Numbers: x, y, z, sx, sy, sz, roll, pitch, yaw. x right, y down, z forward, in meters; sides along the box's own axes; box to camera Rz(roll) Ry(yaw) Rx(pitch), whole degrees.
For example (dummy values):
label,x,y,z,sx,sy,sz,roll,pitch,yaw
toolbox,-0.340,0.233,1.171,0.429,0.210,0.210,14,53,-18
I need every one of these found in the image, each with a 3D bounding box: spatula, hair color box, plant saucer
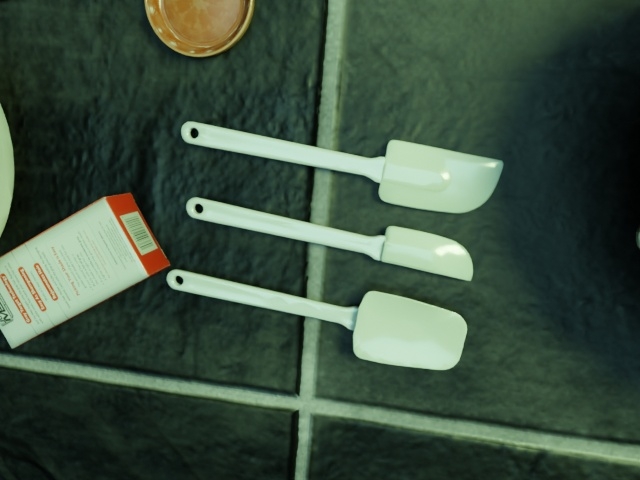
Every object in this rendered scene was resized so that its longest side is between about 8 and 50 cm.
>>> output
label,x,y,z,sx,sy,sz,roll,pitch,yaw
spatula,0.000,0.000,0.419,0.242,0.019,0.168,11,103,5
hair color box,-0.204,0.024,0.448,0.141,0.043,0.071,-26,95,12
plant saucer,-0.089,-0.179,0.407,0.084,0.013,0.083,2,100,10

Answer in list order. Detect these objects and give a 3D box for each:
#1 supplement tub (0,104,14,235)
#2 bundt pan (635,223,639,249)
label,x,y,z,sx,sy,sz,roll,pitch,yaw
supplement tub,-0.416,-0.057,0.374,0.317,0.228,0.228,3,101,10
bundt pan,0.335,-0.053,0.276,0.331,0.124,0.330,8,116,17
